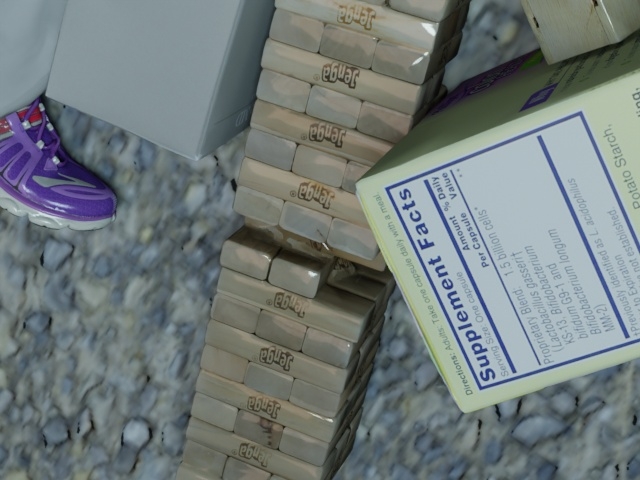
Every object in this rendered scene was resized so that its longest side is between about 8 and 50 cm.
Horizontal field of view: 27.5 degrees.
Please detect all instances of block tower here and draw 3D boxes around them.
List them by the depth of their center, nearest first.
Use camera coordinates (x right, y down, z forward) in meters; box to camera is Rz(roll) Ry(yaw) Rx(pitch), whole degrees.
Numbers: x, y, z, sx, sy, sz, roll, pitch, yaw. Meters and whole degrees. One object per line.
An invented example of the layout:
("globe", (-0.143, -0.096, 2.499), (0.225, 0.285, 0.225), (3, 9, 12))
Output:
("block tower", (0.000, 0.000, 0.760), (0.091, 0.097, 0.335), (19, 112, 12))

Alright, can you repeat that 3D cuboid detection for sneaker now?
("sneaker", (-0.192, -0.071, 0.816), (0.170, 0.068, 0.071), (41, 111, 2))

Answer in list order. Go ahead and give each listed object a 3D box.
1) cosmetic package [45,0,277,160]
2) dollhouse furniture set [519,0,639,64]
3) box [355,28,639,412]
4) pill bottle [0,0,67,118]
("cosmetic package", (-0.054, -0.176, 0.696), (0.107, 0.127, 0.238), (21, 116, 11))
("dollhouse furniture set", (0.188, -0.176, 0.605), (0.161, 0.182, 0.101), (-14, 105, 49))
("box", (0.171, -0.045, 0.613), (0.243, 0.213, 0.117), (-21, 101, 24))
("pill bottle", (-0.306, -0.149, 0.751), (0.318, 0.176, 0.176), (2, 110, 34))
